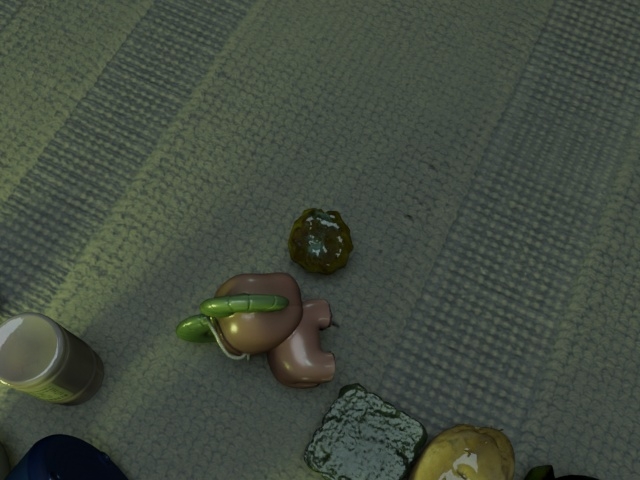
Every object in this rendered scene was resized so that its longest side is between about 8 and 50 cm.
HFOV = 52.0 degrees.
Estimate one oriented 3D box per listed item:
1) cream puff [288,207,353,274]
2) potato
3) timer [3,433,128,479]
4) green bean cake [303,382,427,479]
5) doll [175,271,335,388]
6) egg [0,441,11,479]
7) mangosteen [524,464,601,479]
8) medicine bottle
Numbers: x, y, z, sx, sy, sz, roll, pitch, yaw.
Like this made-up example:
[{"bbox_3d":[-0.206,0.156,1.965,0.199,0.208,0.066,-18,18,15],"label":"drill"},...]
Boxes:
[{"bbox_3d":[0.000,0.000,1.387,0.146,0.116,0.146,0,93,5],"label":"cream puff"},{"bbox_3d":[0.248,0.428,1.200,0.234,0.128,0.161,-20,68,-3],"label":"potato"},{"bbox_3d":[-0.513,0.551,1.108,0.383,0.270,0.270,-42,74,-1],"label":"timer"},{"bbox_3d":[0.082,0.386,1.234,0.185,0.094,0.183,30,72,12],"label":"green bean cake"},{"bbox_3d":[-0.120,0.167,1.242,0.268,0.284,0.216,5,66,-26],"label":"doll"},{"bbox_3d":[-0.643,0.423,1.188,0.146,0.146,0.199,-23,78,-9],"label":"egg"},{"bbox_3d":[0.433,0.508,1.135,0.243,0.243,0.243,0,68,0],"label":"mangosteen"},{"bbox_3d":[-0.497,0.226,1.213,0.133,0.250,0.133,0,69,1],"label":"medicine bottle"}]
